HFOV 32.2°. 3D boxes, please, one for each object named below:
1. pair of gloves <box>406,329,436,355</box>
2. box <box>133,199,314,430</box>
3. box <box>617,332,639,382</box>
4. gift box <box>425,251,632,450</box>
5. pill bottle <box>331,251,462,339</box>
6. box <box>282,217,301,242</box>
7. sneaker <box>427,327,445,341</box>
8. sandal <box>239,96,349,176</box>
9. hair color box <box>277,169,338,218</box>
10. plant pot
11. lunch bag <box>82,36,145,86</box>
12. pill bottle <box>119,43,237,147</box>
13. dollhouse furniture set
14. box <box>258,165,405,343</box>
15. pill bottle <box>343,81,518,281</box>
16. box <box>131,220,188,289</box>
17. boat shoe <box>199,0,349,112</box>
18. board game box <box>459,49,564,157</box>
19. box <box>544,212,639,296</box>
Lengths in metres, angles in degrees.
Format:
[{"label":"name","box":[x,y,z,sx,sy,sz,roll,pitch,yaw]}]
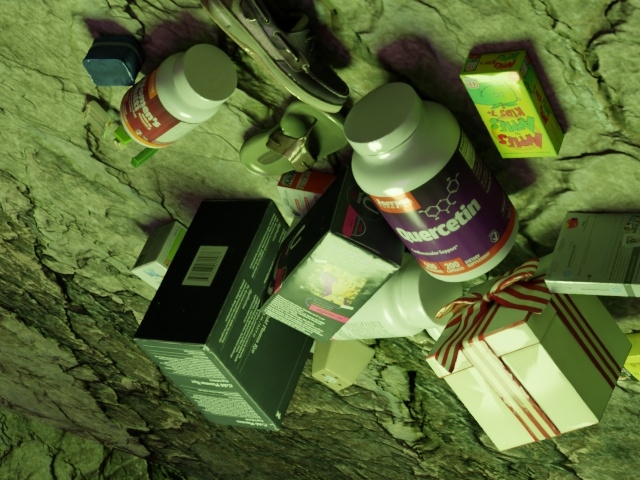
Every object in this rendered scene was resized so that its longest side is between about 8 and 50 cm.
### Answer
[{"label":"pair of gloves","box":[0.266,0.237,2.247,0.204,0.042,0.240,33,-179,-23]},{"label":"box","box":[-0.160,0.147,2.196,0.179,0.343,0.312,1,142,32]},{"label":"box","box":[0.614,0.210,2.025,0.087,0.058,0.232,42,145,-27]},{"label":"gift box","box":[0.353,0.185,1.898,0.255,0.276,0.258,-30,102,37]},{"label":"pill bottle","box":[0.118,0.105,2.113,0.283,0.160,0.160,-7,138,43]},{"label":"box","box":[0.000,0.000,2.103,0.101,0.087,0.102,38,147,-22]},{"label":"sneaker","box":[0.356,0.178,2.136,0.292,0.108,0.169,29,141,-12]},{"label":"sandal","box":[-0.046,-0.155,1.890,0.120,0.086,0.303,34,149,-17]},{"label":"hair color box","box":[0.013,-0.075,2.010,0.167,0.053,0.093,11,147,18]},{"label":"plant pot","box":[0.042,0.276,2.505,0.109,0.096,0.109,32,149,-14]},{"label":"lunch bag","box":[-0.353,-0.307,1.890,0.098,0.065,0.067,4,143,22]},{"label":"pill bottle","box":[-0.238,-0.242,1.855,0.121,0.121,0.221,37,148,-21]},{"label":"dollhouse furniture set","box":[-0.378,-0.213,2.101,0.152,0.058,0.076,46,157,1]},{"label":"box","box":[0.025,0.029,1.925,0.143,0.165,0.270,28,136,-13]},{"label":"pill bottle","box":[0.170,-0.092,1.741,0.181,0.181,0.323,-4,140,39]},{"label":"box","box":[-0.283,0.068,2.388,0.203,0.114,0.103,40,146,-25]},{"label":"boat shoe","box":[-0.052,-0.301,1.654,0.285,0.103,0.092,38,115,-24]},{"label":"board game box","box":[0.283,-0.197,1.630,0.092,0.043,0.181,0,143,35]},{"label":"box","box":[0.461,0.020,1.746,0.186,0.145,0.038,1,141,33]}]
